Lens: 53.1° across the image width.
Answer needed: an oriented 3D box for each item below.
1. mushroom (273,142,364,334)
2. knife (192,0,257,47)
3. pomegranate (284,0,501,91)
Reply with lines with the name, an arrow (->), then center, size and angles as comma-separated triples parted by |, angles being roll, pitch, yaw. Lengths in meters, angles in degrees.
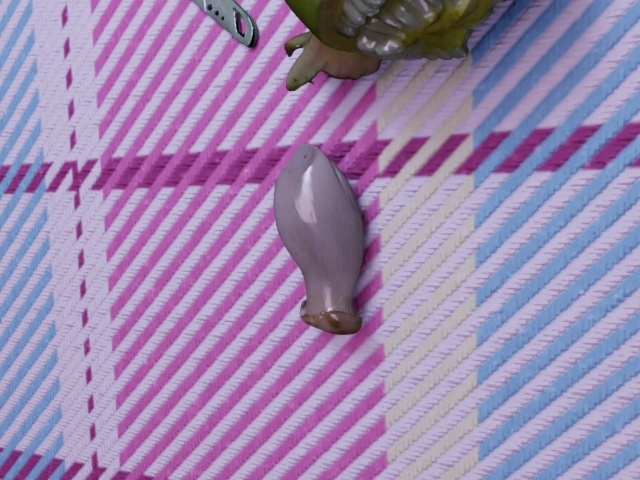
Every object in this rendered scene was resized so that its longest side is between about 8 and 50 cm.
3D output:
mushroom -> -0.001, 0.000, 0.695 | 0.097, 0.088, 0.212 | -4, 100, 34
knife -> -0.174, -0.334, 0.779 | 0.293, 0.020, 0.043 | 45, 109, 13
pomegranate -> 0.060, -0.262, 0.567 | 0.260, 0.261, 0.341 | 56, 137, 10
